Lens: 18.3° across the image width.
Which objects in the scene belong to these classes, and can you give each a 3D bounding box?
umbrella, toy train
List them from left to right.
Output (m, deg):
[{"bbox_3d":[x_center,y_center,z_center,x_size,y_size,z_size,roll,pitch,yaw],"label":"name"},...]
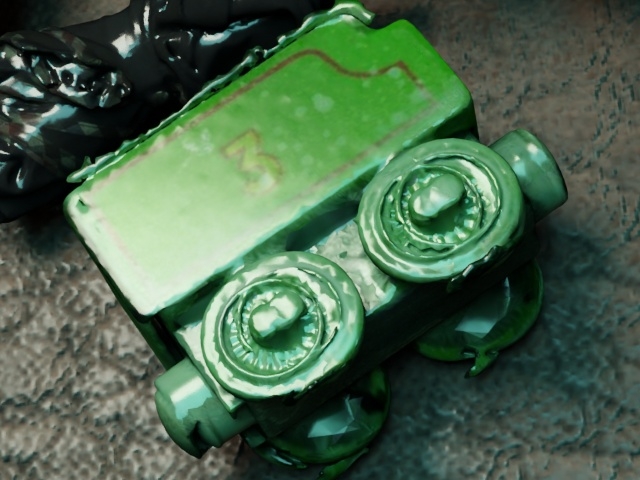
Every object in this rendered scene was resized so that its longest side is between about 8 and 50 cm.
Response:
[{"bbox_3d":[-0.085,-0.112,1.111,0.272,0.122,0.110,-29,47,6],"label":"umbrella"},{"bbox_3d":[0.000,0.000,1.043,0.243,0.132,0.188,-33,64,-6],"label":"toy train"}]
